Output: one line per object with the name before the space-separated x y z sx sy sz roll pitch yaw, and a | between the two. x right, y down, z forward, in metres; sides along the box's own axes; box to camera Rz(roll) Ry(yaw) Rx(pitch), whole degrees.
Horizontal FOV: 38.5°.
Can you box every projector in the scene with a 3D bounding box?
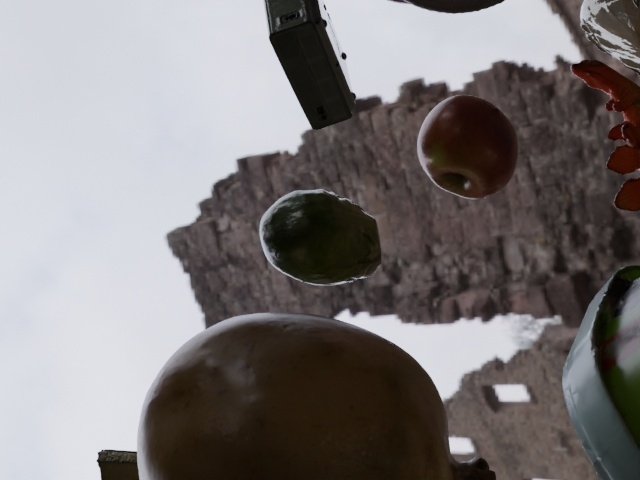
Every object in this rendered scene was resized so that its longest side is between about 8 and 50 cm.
projector | -0.011 -0.213 0.999 0.147 0.061 0.115 62 -167 -50

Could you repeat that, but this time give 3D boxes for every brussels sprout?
brussels sprout | 0.000 -0.004 1.121 0.155 0.155 0.117 -3 -90 -51

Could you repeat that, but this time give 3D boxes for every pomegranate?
pomegranate | -0.024 0.198 0.785 0.307 0.307 0.307 11 -104 -49

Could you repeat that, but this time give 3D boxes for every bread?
bread | -0.182 0.277 1.068 0.028 0.154 0.068 -82 -6 -60

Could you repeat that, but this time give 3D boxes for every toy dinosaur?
toy dinosaur | 0.309 -0.043 0.763 0.288 0.070 0.117 45 -113 6

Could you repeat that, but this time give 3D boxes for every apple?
apple | 0.230 -0.147 1.423 0.163 0.163 0.139 43 -120 -38

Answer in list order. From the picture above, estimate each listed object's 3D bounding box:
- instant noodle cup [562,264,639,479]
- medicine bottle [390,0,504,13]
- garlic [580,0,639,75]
instant noodle cup | 0.329 0.045 0.453 0.294 0.308 0.293 29 -147 -21
medicine bottle | 0.084 -0.354 0.905 0.219 0.219 0.388 60 -175 -26
garlic | 0.383 -0.209 0.824 0.203 0.281 0.184 24 -73 -47
